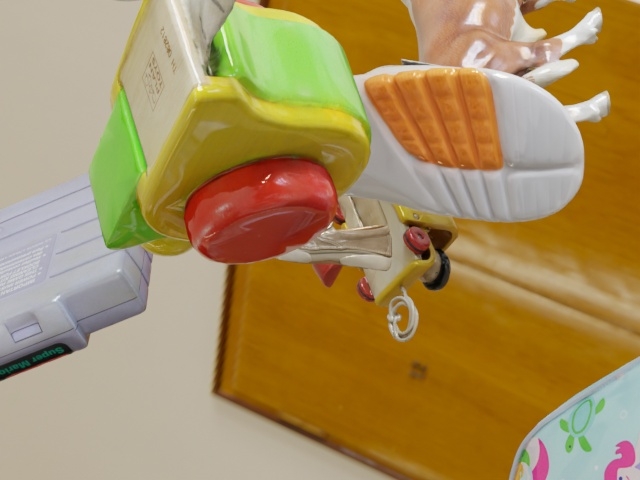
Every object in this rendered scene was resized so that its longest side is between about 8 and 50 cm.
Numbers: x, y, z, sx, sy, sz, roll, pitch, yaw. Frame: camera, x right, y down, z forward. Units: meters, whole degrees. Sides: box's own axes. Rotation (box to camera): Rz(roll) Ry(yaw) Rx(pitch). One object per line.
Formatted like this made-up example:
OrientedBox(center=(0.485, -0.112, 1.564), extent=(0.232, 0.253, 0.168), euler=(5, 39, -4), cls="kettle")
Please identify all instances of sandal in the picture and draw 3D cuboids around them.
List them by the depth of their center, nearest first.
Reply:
OrientedBox(center=(0.048, -0.079, 0.750), extent=(0.076, 0.265, 0.101), euler=(-49, -38, -62), cls="sandal")

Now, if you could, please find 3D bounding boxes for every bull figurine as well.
OrientedBox(center=(0.160, -0.214, 1.039), extent=(0.101, 0.189, 0.310), euler=(73, -167, -51), cls="bull figurine")

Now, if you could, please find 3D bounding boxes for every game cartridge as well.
OrientedBox(center=(-0.313, 0.055, 0.976), extent=(0.230, 0.355, 0.068), euler=(-99, -15, -55), cls="game cartridge")

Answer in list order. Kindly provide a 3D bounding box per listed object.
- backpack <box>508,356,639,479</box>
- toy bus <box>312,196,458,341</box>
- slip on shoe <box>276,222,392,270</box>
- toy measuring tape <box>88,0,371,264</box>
OrientedBox(center=(0.199, 0.154, 0.516), extent=(0.253, 0.191, 0.225), euler=(-46, 48, 53), cls="backpack")
OrientedBox(center=(0.090, -0.009, 1.141), extent=(0.104, 0.191, 0.202), euler=(6, -85, -35), cls="toy bus")
OrientedBox(center=(0.000, 0.000, 0.969), extent=(0.051, 0.135, 0.041), euler=(-162, 79, -76), cls="slip on shoe")
OrientedBox(center=(-0.012, -0.078, 0.451), extent=(0.121, 0.121, 0.330), euler=(-55, 3, -36), cls="toy measuring tape")
